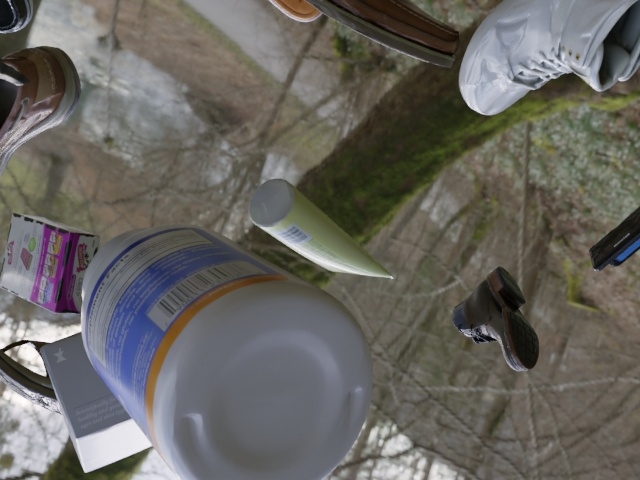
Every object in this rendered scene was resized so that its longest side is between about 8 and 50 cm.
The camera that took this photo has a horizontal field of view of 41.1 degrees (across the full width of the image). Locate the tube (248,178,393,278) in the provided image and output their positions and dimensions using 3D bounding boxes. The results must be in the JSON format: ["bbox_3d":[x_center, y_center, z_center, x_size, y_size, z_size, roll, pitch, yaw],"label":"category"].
[{"bbox_3d":[0.000,0.000,1.044,0.240,0.062,0.070,38,-165,-52],"label":"tube"}]

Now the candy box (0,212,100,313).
[{"bbox_3d":[-0.538,0.043,1.687,0.233,0.159,0.071,15,-176,42],"label":"candy box"}]

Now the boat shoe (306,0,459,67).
[{"bbox_3d":[0.028,-0.296,0.940,0.307,0.104,0.110,27,-166,-2],"label":"boat shoe"}]

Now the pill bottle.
[{"bbox_3d":[-0.091,0.072,0.643,0.152,0.152,0.272,21,-179,-31],"label":"pill bottle"}]

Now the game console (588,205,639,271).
[{"bbox_3d":[0.484,0.005,1.315,0.071,0.122,0.107,39,-154,-8],"label":"game console"}]

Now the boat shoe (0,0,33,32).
[{"bbox_3d":[-0.425,-0.308,0.969,0.113,0.104,0.306,-21,158,2],"label":"boat shoe"}]

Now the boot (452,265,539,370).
[{"bbox_3d":[0.265,0.141,1.308,0.082,0.106,0.219,40,-153,-21],"label":"boot"}]

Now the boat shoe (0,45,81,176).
[{"bbox_3d":[-0.454,-0.141,1.093,0.123,0.324,0.116,54,-158,4],"label":"boat shoe"}]

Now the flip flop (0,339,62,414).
[{"bbox_3d":[-0.372,0.192,1.205,0.277,0.080,0.112,28,154,3],"label":"flip flop"}]

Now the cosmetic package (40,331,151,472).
[{"bbox_3d":[-0.208,0.159,0.891,0.127,0.107,0.238,-20,167,-18],"label":"cosmetic package"}]

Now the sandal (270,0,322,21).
[{"bbox_3d":[-0.093,-0.420,1.212,0.265,0.102,0.076,40,-171,-4],"label":"sandal"}]

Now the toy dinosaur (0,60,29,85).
[{"bbox_3d":[-0.353,-0.232,0.707,0.118,0.268,0.064,-13,-144,2],"label":"toy dinosaur"}]

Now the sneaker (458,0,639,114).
[{"bbox_3d":[0.276,-0.221,1.015,0.108,0.169,0.292,8,139,-26],"label":"sneaker"}]
